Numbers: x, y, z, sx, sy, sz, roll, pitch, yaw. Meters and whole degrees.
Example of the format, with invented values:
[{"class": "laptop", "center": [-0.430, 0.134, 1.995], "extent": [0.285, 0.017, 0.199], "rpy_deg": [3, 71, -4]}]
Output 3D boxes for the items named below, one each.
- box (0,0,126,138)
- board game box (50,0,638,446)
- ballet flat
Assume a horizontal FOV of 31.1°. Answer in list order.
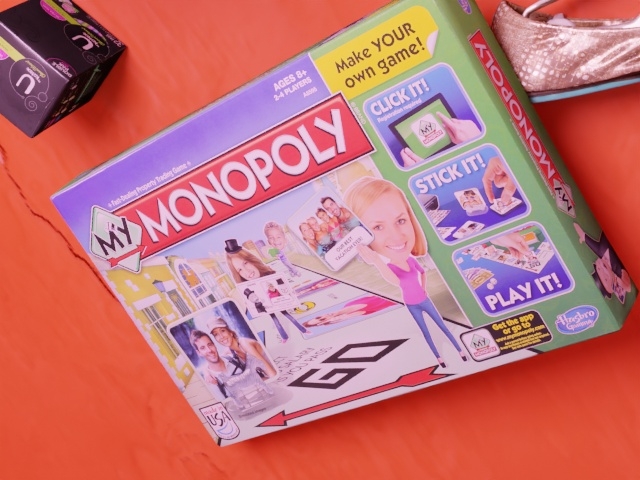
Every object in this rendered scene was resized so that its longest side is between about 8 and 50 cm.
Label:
[{"class": "box", "center": [-0.173, -0.112, 0.720], "extent": [0.062, 0.083, 0.052], "rpy_deg": [40, 119, -2]}, {"class": "board game box", "center": [0.000, 0.000, 0.707], "extent": [0.317, 0.046, 0.213], "rpy_deg": [-23, 106, 37]}, {"class": "ballet flat", "center": [0.186, -0.118, 0.615], "extent": [0.206, 0.073, 0.067], "rpy_deg": [-6, 103, 18]}]
